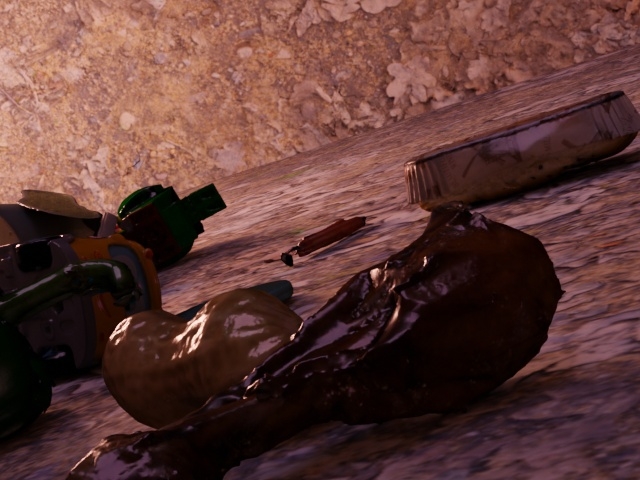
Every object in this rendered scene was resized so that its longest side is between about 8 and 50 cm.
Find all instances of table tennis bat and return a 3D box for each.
[{"bbox_3d":[-0.094,0.066,1.263,0.124,0.033,0.201,-18,4,16],"label":"table tennis bat"}]

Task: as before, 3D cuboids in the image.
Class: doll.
[{"bbox_3d":[-0.218,-0.025,1.932,0.134,0.106,0.186,-36,12,-18],"label":"doll"}]

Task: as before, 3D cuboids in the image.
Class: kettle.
[{"bbox_3d":[-0.408,0.039,1.911,0.210,0.160,0.243,-44,-11,20],"label":"kettle"}]

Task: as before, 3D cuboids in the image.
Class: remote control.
[{"bbox_3d":[-0.282,0.024,1.783,0.022,0.077,0.245,25,13,-12],"label":"remote control"}]

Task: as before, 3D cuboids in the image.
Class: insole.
[{"bbox_3d":[-0.357,-0.050,1.922,0.109,0.007,0.322,9,5,-15],"label":"insole"}]

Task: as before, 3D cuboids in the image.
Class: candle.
[{"bbox_3d":[-0.001,0.001,1.575,0.026,0.021,0.167,10,20,29],"label":"candle"}]

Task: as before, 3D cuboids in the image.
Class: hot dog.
[{"bbox_3d":[0.219,-0.094,1.549,0.268,0.075,0.144,-19,2,18],"label":"hot dog"}]

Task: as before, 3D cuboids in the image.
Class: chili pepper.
[{"bbox_3d":[-0.269,0.077,1.103,0.261,0.174,0.165,-21,-17,-18],"label":"chili pepper"}]

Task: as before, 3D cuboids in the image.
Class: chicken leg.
[{"bbox_3d":[-0.001,0.075,0.753,0.304,0.093,0.113,-27,28,-25],"label":"chicken leg"}]

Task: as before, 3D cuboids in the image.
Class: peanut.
[{"bbox_3d":[-0.068,0.075,0.878,0.193,0.089,0.089,-8,11,41],"label":"peanut"}]

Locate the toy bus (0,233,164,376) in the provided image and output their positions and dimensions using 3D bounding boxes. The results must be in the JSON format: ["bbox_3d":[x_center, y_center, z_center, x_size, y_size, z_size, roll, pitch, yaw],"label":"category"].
[{"bbox_3d":[-0.245,0.059,1.333,0.209,0.126,0.136,-11,1,44],"label":"toy bus"}]
